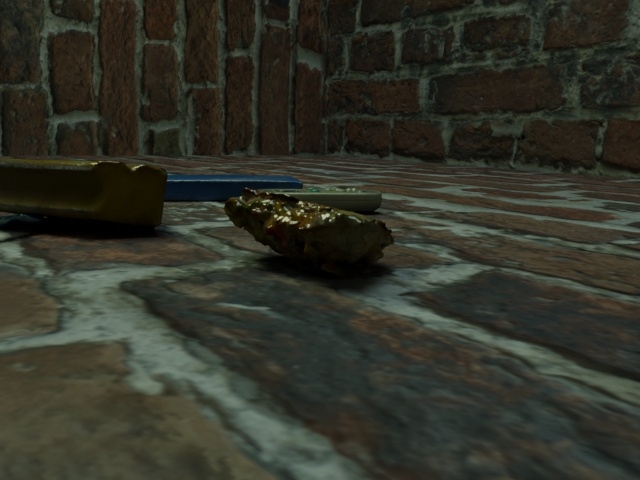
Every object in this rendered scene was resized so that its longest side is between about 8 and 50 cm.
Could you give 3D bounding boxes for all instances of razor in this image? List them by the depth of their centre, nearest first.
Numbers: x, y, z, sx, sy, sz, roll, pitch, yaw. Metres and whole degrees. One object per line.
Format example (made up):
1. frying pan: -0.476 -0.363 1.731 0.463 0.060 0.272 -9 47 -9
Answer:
1. razor: -0.371 -0.017 0.852 0.044 0.028 0.154 3 10 14

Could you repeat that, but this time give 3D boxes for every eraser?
1. eraser: -0.201 -0.105 1.385 0.311 0.043 0.144 -1 10 -14

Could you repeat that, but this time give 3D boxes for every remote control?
1. remote control: -0.004 -0.067 1.185 0.221 0.042 0.078 -2 10 -13

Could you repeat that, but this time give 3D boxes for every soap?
1. soap: -0.312 -0.065 0.946 0.257 0.080 0.160 6 1 25

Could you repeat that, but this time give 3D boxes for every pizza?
1. pizza: 0.000 0.000 0.704 0.147 0.069 0.226 22 -4 -42
